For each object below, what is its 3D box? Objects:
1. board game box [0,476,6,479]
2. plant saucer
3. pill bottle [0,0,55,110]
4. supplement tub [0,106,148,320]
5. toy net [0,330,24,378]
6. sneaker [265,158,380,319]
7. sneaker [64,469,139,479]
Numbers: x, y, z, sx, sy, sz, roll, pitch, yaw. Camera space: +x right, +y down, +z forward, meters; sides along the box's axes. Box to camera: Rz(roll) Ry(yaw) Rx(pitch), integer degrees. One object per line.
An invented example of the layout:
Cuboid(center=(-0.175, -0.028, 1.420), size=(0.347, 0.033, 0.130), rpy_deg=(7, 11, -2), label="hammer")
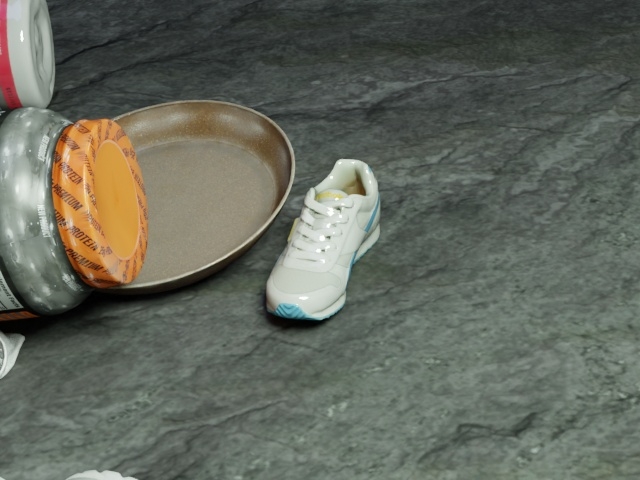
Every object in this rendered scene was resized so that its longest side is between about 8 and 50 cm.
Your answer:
Cuboid(center=(-0.274, 0.299, 0.924), size=(0.224, 0.097, 0.303), rpy_deg=(20, 50, 33), label="board game box")
Cuboid(center=(-0.176, -0.043, 1.565), size=(0.310, 0.050, 0.310), rpy_deg=(-7, 42, 7), label="plant saucer")
Cuboid(center=(-0.520, -0.246, 1.861), size=(0.318, 0.176, 0.176), rpy_deg=(-4, 32, 1), label="pill bottle")
Cuboid(center=(-0.356, -0.019, 1.406), size=(0.338, 0.207, 0.207), rpy_deg=(-7, 31, 12), label="supplement tub")
Cuboid(center=(-0.362, 0.138, 1.344), size=(0.122, 0.045, 0.232), rpy_deg=(18, 38, 32), label="toy net")
Cuboid(center=(0.000, 0.000, 1.480), size=(0.087, 0.092, 0.228), rpy_deg=(8, 35, 16), label="sneaker")
Cuboid(center=(-0.139, 0.268, 1.050), size=(0.115, 0.105, 0.281), rpy_deg=(-25, 38, -31), label="sneaker")
